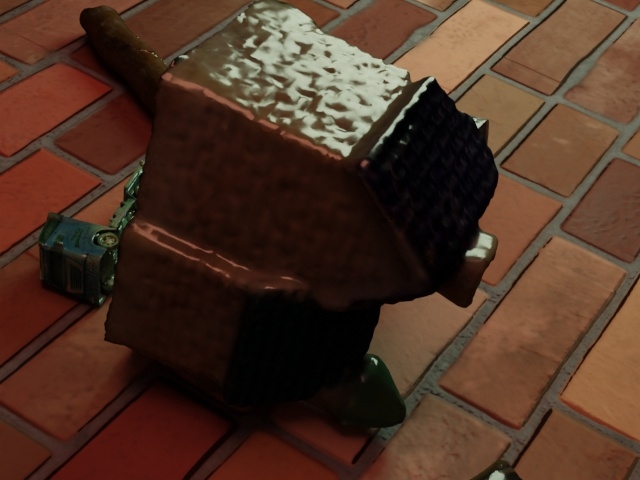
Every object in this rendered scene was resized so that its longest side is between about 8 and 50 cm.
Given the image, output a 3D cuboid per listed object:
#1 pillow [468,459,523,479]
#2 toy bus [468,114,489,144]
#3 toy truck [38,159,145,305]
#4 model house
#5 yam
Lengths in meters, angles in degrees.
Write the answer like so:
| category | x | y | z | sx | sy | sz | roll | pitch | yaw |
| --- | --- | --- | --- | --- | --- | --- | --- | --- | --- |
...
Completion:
| category | x | y | z | sx | sy | sz | roll | pitch | yaw |
| --- | --- | --- | --- | --- | --- | --- | --- | --- | --- |
| pillow | 0.173 | 0.261 | 0.924 | 0.113 | 0.038 | 0.203 | -23 | 50 | -32 |
| toy bus | 0.081 | -0.049 | 1.225 | 0.106 | 0.092 | 0.268 | 21 | 41 | 26 |
| toy truck | -0.208 | -0.019 | 1.142 | 0.081 | 0.067 | 0.175 | 16 | 41 | 8 |
| model house | -0.001 | 0.001 | 0.991 | 0.284 | 0.298 | 0.243 | 27 | 38 | 14 |
| yam | -0.210 | -0.203 | 1.360 | 0.057 | 0.056 | 0.241 | -19 | 48 | -29 |
